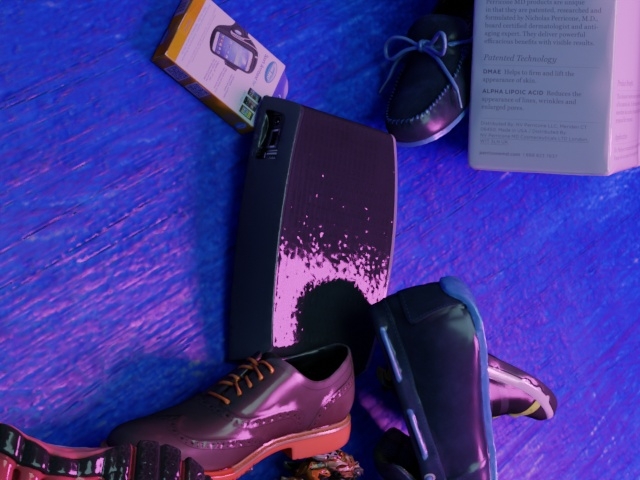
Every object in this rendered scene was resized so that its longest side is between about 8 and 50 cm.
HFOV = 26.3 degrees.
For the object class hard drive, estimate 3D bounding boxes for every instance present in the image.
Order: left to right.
[{"bbox_3d":[0.000,0.000,1.316,0.172,0.054,0.255,14,79,-40],"label":"hard drive"}]

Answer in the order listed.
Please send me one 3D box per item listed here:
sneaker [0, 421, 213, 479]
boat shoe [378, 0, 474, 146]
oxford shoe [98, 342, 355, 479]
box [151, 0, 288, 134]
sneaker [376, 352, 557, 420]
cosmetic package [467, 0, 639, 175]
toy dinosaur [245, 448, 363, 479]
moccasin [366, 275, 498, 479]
[{"bbox_3d":[-0.207,0.208,1.057,0.313,0.136,0.116,24,60,-27],"label":"sneaker"},{"bbox_3d":[0.119,-0.203,1.445,0.089,0.109,0.258,65,33,-36],"label":"boat shoe"},{"bbox_3d":[-0.077,0.143,1.193,0.271,0.097,0.098,-8,115,-47],"label":"oxford shoe"},{"bbox_3d":[-0.090,-0.164,1.301,0.136,0.028,0.081,40,59,-31],"label":"box"},{"bbox_3d":[0.146,0.157,1.430,0.234,0.084,0.097,28,89,-33],"label":"sneaker"},{"bbox_3d":[0.260,-0.265,1.436,0.217,0.156,0.385,-11,103,-67],"label":"cosmetic package"},{"bbox_3d":[-0.065,0.308,1.191,0.322,0.164,0.218,-31,88,-21],"label":"toy dinosaur"},{"bbox_3d":[0.103,0.199,1.327,0.116,0.138,0.342,-8,103,-4],"label":"moccasin"}]
